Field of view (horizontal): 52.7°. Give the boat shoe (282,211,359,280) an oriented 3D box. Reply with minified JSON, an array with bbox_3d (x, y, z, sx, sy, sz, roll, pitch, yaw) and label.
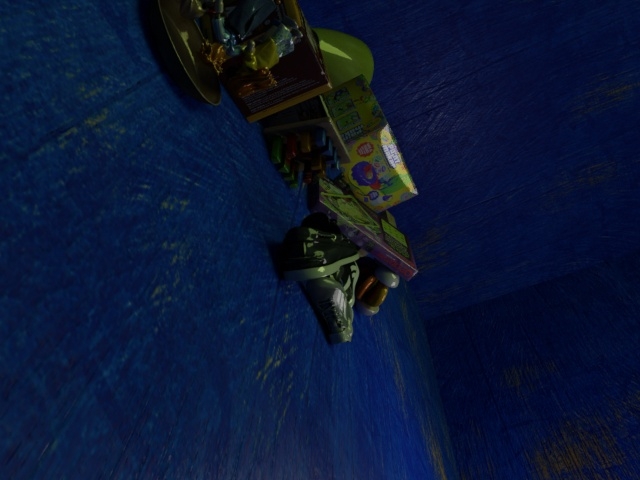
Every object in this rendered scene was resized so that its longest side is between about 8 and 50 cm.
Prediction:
[{"bbox_3d":[-0.004,0.001,1.293,0.340,0.127,0.113,-22,104,-71],"label":"boat shoe"}]

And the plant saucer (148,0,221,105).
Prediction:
[{"bbox_3d":[-0.216,-0.299,1.010,0.198,0.036,0.198,-20,90,-79],"label":"plant saucer"}]

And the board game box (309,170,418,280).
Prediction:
[{"bbox_3d":[0.116,-0.044,1.790,0.347,0.056,0.208,36,18,-18],"label":"board game box"}]

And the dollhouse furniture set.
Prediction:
[{"bbox_3d":[0.110,-0.084,2.144,0.242,0.161,0.212,42,20,-19],"label":"dollhouse furniture set"}]

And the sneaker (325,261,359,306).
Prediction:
[{"bbox_3d":[0.037,0.059,1.518,0.217,0.079,0.121,-91,160,-58],"label":"sneaker"}]

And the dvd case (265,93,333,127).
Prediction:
[{"bbox_3d":[-0.086,-0.364,1.463,0.022,0.180,0.253,-39,113,-44],"label":"dvd case"}]

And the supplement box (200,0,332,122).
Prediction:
[{"bbox_3d":[-0.106,-0.372,1.284,0.194,0.191,0.129,54,19,-54],"label":"supplement box"}]

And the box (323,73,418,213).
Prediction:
[{"bbox_3d":[0.133,-0.280,1.919,0.290,0.177,0.279,58,10,-42],"label":"box"}]

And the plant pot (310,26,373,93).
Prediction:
[{"bbox_3d":[0.008,-0.651,2.325,0.293,0.275,0.274,9,60,-61],"label":"plant pot"}]

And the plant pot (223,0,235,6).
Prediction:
[{"bbox_3d":[-0.163,-0.580,1.313,0.254,0.254,0.239,-93,177,-58],"label":"plant pot"}]

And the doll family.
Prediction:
[{"bbox_3d":[-0.122,-0.328,1.044,0.118,0.163,0.263,38,-7,31],"label":"doll family"}]

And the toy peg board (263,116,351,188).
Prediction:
[{"bbox_3d":[-0.030,-0.189,1.470,0.161,0.161,0.079,54,34,-56],"label":"toy peg board"}]

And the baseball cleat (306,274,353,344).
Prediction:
[{"bbox_3d":[0.029,0.151,1.336,0.206,0.072,0.109,50,28,-52],"label":"baseball cleat"}]

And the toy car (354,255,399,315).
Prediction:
[{"bbox_3d":[0.133,0.109,1.830,0.136,0.159,0.182,28,24,-10],"label":"toy car"}]
